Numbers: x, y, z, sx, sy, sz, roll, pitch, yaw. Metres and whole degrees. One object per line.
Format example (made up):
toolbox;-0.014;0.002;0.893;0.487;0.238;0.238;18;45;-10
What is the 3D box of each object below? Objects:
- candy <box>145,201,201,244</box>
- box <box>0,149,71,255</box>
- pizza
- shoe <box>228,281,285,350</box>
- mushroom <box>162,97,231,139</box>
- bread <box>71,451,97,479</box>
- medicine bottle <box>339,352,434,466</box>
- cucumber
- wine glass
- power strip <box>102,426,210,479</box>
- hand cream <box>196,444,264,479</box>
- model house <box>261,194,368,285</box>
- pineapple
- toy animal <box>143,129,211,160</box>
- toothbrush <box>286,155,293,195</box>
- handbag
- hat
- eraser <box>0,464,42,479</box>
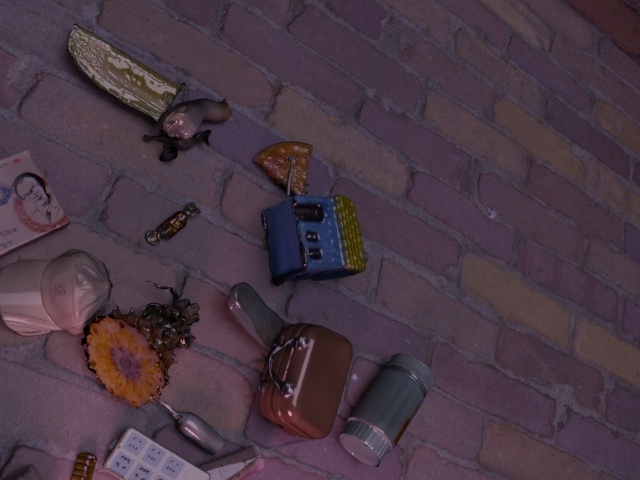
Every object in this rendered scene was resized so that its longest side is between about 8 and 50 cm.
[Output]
candy;-0.399;-0.049;1.906;0.182;0.046;0.053;-42;98;-32
box;-0.808;-0.055;1.641;0.353;0.069;0.214;-31;93;-37
pizza;-0.103;-0.211;2.136;0.201;0.053;0.193;-7;80;-28
shoe;-0.191;0.212;1.931;0.103;0.100;0.251;-58;131;-32
mushroom;-0.352;-0.357;1.971;0.096;0.099;0.278;28;30;13
bread;-0.560;0.546;1.635;0.049;0.034;0.087;21;66;-19
medicine bottle;0.196;0.500;2.050;0.158;0.158;0.318;49;56;-11
cucumber;-0.549;-0.460;1.906;0.325;0.105;0.145;31;88;-21
wine glass;-0.351;0.461;1.774;0.262;0.074;0.074;44;58;-15
power strip;-0.397;0.566;1.693;0.270;0.046;0.118;35;66;-8
hand cream;-0.295;0.611;1.765;0.312;0.070;0.111;-18;84;-31
model house;0.000;0.000;2.053;0.303;0.216;0.237;0;76;-38
pineapple;-0.413;0.239;1.734;0.262;0.263;0.272;58;33;-4
toy animal;-0.393;-0.285;1.970;0.203;0.070;0.105;-24;76;-33
toothbrush;-0.092;-0.196;2.099;0.013;0.011;0.131;16;69;-36
handbag;-0.057;0.367;1.900;0.283;0.149;0.301;40;59;-42
hat;-0.638;0.114;1.655;0.226;0.164;0.219;7;69;-53
eraser;-0.723;0.621;1.405;0.331;0.331;0.149;-28;94;-35
